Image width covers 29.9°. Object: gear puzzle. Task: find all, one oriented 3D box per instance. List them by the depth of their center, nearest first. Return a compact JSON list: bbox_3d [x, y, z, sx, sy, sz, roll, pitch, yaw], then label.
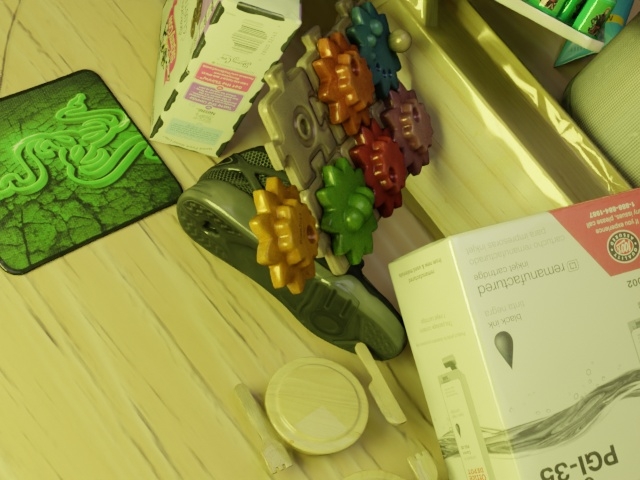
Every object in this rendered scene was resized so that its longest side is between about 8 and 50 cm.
[{"bbox_3d":[0.021,-0.078,0.972,0.175,0.044,0.339,66,32,-21],"label":"gear puzzle"}]

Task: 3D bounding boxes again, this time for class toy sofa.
[{"bbox_3d":[0.169,-0.101,1.188,0.362,0.177,0.150,51,26,9],"label":"toy sofa"}]

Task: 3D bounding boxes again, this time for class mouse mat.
[{"bbox_3d":[-0.222,-0.063,1.003,0.190,0.007,0.152,-29,77,-41],"label":"mouse mat"}]

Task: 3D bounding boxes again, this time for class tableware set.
[{"bbox_3d":[0.019,0.183,0.961,0.128,0.039,0.194,-16,63,-25],"label":"tableware set"}]

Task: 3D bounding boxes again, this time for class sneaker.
[{"bbox_3d":[0.000,0.000,1.038,0.227,0.087,0.130,37,54,4],"label":"sneaker"}]

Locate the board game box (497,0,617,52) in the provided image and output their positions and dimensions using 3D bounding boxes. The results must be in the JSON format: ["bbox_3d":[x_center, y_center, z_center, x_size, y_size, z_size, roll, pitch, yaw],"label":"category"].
[{"bbox_3d":[0.125,-0.335,1.217,0.390,0.050,0.390,29,22,3],"label":"board game box"}]

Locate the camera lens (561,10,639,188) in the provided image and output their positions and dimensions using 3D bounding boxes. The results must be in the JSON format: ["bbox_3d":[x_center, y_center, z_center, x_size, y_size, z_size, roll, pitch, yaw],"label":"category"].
[{"bbox_3d":[0.404,-0.155,1.258,0.219,0.274,0.219,16,53,-22],"label":"camera lens"}]

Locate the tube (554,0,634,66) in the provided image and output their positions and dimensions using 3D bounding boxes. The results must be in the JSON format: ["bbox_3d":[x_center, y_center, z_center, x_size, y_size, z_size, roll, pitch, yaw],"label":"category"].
[{"bbox_3d":[0.341,-0.271,1.442,0.052,0.080,0.207,52,42,-20],"label":"tube"}]

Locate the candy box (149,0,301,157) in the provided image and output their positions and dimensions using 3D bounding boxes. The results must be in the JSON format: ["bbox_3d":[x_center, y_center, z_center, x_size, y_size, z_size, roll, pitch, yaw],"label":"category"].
[{"bbox_3d":[-0.084,-0.196,1.046,0.070,0.196,0.165,13,54,-20],"label":"candy box"}]

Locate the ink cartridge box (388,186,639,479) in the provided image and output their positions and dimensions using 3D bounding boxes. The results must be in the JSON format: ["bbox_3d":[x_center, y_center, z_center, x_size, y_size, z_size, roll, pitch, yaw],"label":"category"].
[{"bbox_3d":[0.203,0.120,0.988,0.207,0.117,0.283,-14,84,-24],"label":"ink cartridge box"}]
